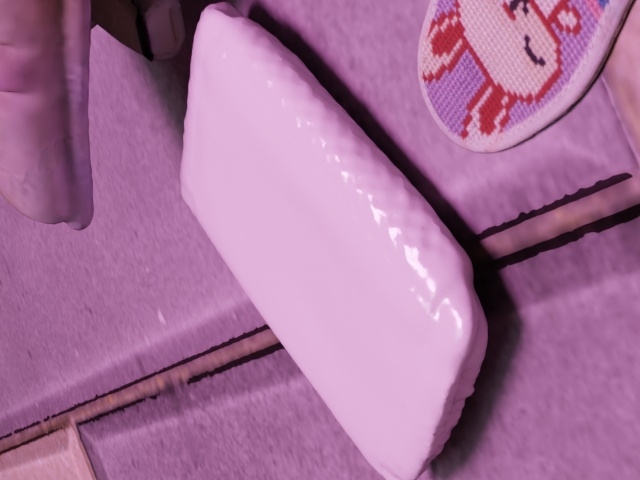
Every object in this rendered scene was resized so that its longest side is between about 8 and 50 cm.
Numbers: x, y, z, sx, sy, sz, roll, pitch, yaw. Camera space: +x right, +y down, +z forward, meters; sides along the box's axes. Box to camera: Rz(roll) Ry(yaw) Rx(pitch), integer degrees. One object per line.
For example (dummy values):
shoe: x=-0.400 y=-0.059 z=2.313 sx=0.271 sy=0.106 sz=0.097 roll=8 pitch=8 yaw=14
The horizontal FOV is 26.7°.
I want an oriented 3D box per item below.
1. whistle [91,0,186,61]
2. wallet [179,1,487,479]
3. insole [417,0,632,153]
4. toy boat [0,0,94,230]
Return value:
whistle: x=-0.132 y=-0.157 z=0.614 sx=0.235 sy=0.077 sz=0.114 roll=42 pitch=153 yaw=32
wallet: x=0.000 y=0.000 z=0.522 sx=0.183 sy=0.032 sz=0.124 roll=50 pitch=147 yaw=29
insole: x=0.069 y=-0.082 z=0.371 sx=0.065 sy=0.004 sz=0.197 roll=62 pitch=152 yaw=15
toy boat: x=-0.138 y=-0.175 z=0.493 sx=0.276 sy=0.111 sz=0.293 roll=61 pitch=145 yaw=13
